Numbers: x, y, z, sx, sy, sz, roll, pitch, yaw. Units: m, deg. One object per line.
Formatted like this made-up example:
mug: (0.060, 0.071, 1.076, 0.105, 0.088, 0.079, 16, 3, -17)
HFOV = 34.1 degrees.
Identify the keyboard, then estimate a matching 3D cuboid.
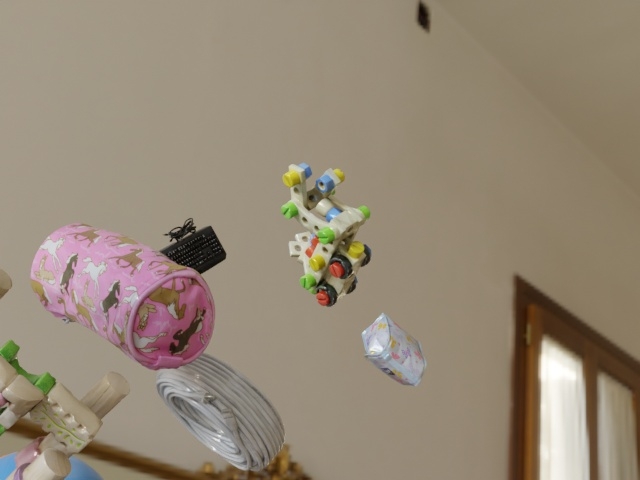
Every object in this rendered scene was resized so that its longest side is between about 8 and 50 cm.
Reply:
keyboard: (-0.233, 0.014, 1.864, 0.038, 0.100, 0.192, -33, 1, 31)

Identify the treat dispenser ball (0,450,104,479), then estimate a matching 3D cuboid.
treat dispenser ball: (-0.470, 0.487, 1.708, 0.288, 0.288, 0.288, 5, -24, 2)

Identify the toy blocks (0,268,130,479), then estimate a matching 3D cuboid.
toy blocks: (-0.464, 0.245, 1.361, 0.288, 0.309, 0.260, 44, -70, -9)

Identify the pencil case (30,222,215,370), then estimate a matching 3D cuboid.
pencil case: (-0.327, 0.086, 1.697, 0.386, 0.160, 0.167, 17, -48, 50)

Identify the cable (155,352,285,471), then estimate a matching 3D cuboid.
cable: (-0.179, 0.300, 1.847, 0.257, 0.089, 0.257, 17, -34, 41)

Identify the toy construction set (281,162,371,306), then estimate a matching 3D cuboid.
toy construction set: (0.000, 0.000, 2.072, 0.215, 0.151, 0.327, 46, -21, 17)

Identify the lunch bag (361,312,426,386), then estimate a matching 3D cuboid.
lunch bag: (0.092, 0.142, 1.310, 0.071, 0.083, 0.053, 39, -76, -20)
